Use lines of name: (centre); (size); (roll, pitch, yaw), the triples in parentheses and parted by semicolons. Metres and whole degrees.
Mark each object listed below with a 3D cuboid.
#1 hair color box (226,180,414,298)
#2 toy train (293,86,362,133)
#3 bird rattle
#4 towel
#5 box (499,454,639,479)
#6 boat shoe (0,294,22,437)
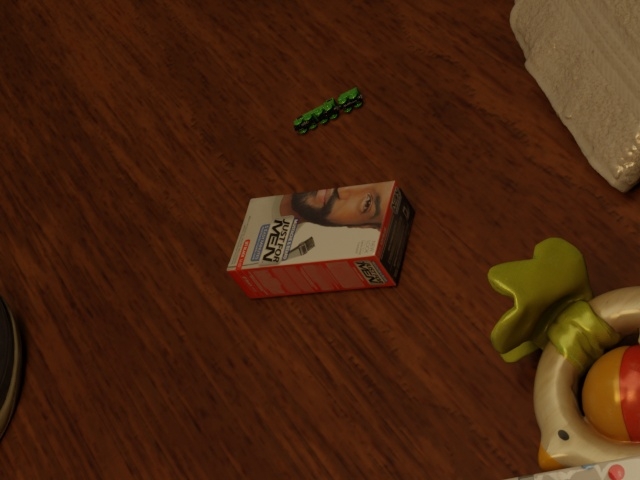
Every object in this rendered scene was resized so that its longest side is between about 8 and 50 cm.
hair color box: (0.000, 0.000, 1.371); (0.167, 0.053, 0.093); (-6, 50, 29)
toy train: (0.008, -0.140, 1.516); (0.083, 0.017, 0.024); (-24, 34, 15)
bird rattle: (0.257, 0.095, 1.097); (0.253, 0.143, 0.207); (0, 65, 19)
towel: (0.274, -0.199, 1.298); (0.187, 0.049, 0.282); (-55, 36, 28)
box: (0.201, 0.234, 1.007); (0.186, 0.038, 0.145); (-14, 67, 23)
boat shoe: (-0.403, 0.179, 1.423); (0.132, 0.130, 0.355); (-7, 52, 20)
